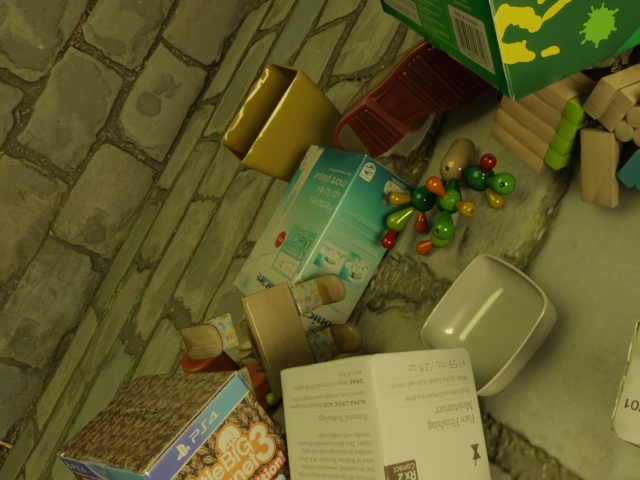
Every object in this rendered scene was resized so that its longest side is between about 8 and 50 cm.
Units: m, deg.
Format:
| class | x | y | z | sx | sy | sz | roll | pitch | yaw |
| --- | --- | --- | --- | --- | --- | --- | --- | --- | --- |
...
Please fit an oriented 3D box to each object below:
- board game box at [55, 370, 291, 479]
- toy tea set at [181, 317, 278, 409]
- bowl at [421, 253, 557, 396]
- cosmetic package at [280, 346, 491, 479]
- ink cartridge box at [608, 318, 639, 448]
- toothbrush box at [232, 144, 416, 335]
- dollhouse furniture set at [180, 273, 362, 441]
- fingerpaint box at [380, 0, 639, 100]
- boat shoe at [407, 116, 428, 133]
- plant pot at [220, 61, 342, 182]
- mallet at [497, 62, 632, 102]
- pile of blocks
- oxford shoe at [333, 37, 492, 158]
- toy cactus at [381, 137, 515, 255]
| class | x | y | z | sx | sy | sz | roll | pitch | yaw |
| --- | --- | --- | --- | --- | --- | --- | --- | --- | --- |
| board game box | -0.129 | 0.312 | 0.715 | 0.232 | 0.291 | 0.141 | -14 | 23 | 46 |
| toy tea set | -0.140 | 0.287 | 1.037 | 0.200 | 0.124 | 0.336 | -21 | 34 | 8 |
| bowl | 0.196 | 0.099 | 0.687 | 0.142 | 0.053 | 0.142 | -55 | 27 | 9 |
| cosmetic package | 0.067 | 0.214 | 0.627 | 0.151 | 0.151 | 0.183 | -23 | 69 | 48 |
| ink cartridge box | 0.294 | 0.122 | 0.359 | 0.140 | 0.191 | 0.082 | 0 | 64 | 58 |
| toothbrush box | 0.000 | 0.000 | 1.025 | 0.295 | 0.126 | 0.216 | -61 | 28 | 0 |
| dollhouse furniture set | -0.023 | 0.175 | 0.777 | 0.161 | 0.212 | 0.242 | -20 | 89 | 52 |
| fingerpaint box | 0.283 | -0.384 | 0.726 | 0.371 | 0.163 | 0.444 | -24 | 34 | 3 |
| boat shoe | 0.168 | -0.245 | 1.072 | 0.045 | 0.050 | 0.135 | -31 | 38 | 67 |
| plant pot | -0.060 | -0.228 | 1.271 | 0.212 | 0.187 | 0.212 | -57 | 28 | 6 |
| mallet | 0.317 | -0.208 | 0.805 | 0.062 | 0.039 | 0.190 | -60 | 32 | -3 |
| pile of blocks | 0.348 | -0.114 | 0.618 | 0.113 | 0.148 | 0.362 | -23 | 29 | -24 |
| oxford shoe | 0.159 | -0.265 | 0.943 | 0.348 | 0.123 | 0.130 | -27 | 34 | 36 |
| toy cactus | 0.176 | -0.077 | 0.855 | 0.219 | 0.112 | 0.180 | -36 | 26 | 52 |
